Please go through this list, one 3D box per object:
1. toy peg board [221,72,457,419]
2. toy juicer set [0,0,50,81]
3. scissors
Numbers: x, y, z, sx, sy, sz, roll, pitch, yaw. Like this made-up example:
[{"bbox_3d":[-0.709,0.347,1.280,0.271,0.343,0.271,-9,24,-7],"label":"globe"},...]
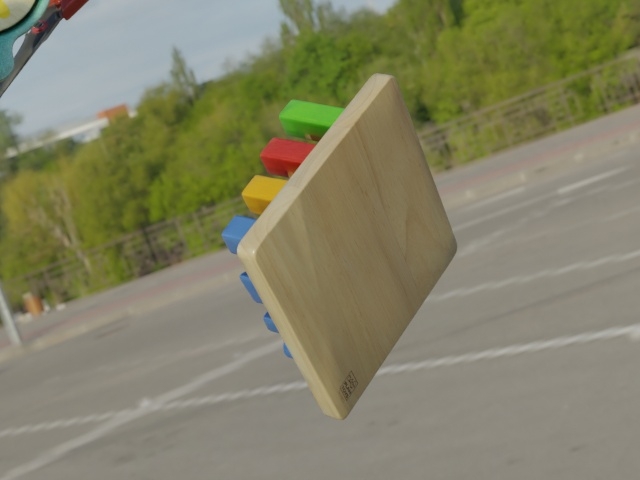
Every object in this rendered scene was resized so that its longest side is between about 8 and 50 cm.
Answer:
[{"bbox_3d":[0.000,0.000,0.784,0.079,0.161,0.160,13,53,37],"label":"toy peg board"},{"bbox_3d":[-0.321,-0.229,0.977,0.209,0.329,0.089,18,-18,-19],"label":"toy juicer set"},{"bbox_3d":[-0.268,-0.217,1.173,0.109,0.021,0.297,23,62,29],"label":"scissors"}]
